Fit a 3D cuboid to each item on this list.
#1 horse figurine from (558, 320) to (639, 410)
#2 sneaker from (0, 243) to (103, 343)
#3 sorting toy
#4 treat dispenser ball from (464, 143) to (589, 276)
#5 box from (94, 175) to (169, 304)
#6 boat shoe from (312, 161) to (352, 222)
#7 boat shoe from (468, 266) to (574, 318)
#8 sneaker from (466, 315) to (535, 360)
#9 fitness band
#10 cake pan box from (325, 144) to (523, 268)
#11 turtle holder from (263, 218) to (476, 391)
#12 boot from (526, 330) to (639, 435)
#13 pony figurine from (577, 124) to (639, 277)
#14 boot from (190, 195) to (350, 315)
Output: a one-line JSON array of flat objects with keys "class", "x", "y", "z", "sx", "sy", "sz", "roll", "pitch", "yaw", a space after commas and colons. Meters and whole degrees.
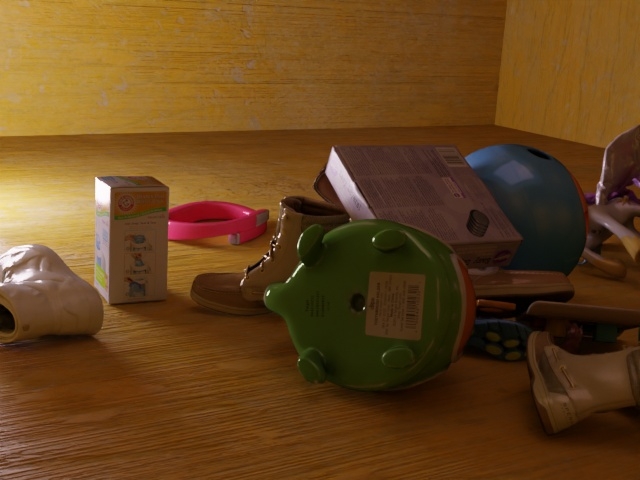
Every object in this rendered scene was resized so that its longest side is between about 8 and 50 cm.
[{"class": "horse figurine", "x": 0.435, "y": 0.194, "z": 1.445, "sx": 0.263, "sy": 0.066, "sz": 0.174, "roll": 22, "pitch": 22, "yaw": 40}, {"class": "sneaker", "x": -0.483, "y": 0.078, "z": 1.595, "sx": 0.169, "sy": 0.108, "sz": 0.292, "roll": -4, "pitch": 17, "yaw": -41}, {"class": "sorting toy", "x": 0.408, "y": 0.139, "z": 1.630, "sx": 0.348, "sy": 0.047, "sz": 0.196, "roll": 5, "pitch": -12, "yaw": 5}, {"class": "treat dispenser ball", "x": 0.345, "y": -0.033, "z": 1.876, "sx": 0.288, "sy": 0.288, "sz": 0.288, "roll": 3, "pitch": 14, "yaw": -1}, {"class": "box", "x": -0.327, "y": -0.005, "z": 1.765, "sx": 0.103, "sy": 0.203, "sz": 0.114, "roll": -3, "pitch": 15, "yaw": -25}, {"class": "boat shoe", "x": 0.137, "y": -0.059, "z": 2.126, "sx": 0.324, "sy": 0.122, "sz": 0.120, "roll": 27, "pitch": 24, "yaw": -5}, {"class": "boat shoe", "x": 0.250, "y": 0.063, "z": 1.710, "sx": 0.341, "sy": 0.110, "sz": 0.121, "roll": -1, "pitch": -23, "yaw": 3}, {"class": "sneaker", "x": 0.252, "y": 0.142, "z": 1.607, "sx": 0.188, "sy": 0.067, "sz": 0.078, "roll": 6, "pitch": 18, "yaw": 17}, {"class": "fitness band", "x": -0.236, "y": -0.040, "z": 2.262, "sx": 0.209, "sy": 0.054, "sz": 0.291, "roll": 6, "pitch": 13, "yaw": 22}, {"class": "cake pan box", "x": 0.163, "y": -0.062, "z": 1.679, "sx": 0.246, "sy": 0.070, "sz": 0.267, "roll": -3, "pitch": 44, "yaw": -28}, {"class": "turtle holder", "x": 0.073, "y": 0.107, "z": 1.456, "sx": 0.320, "sy": 0.243, "sz": 0.227, "roll": -32, "pitch": -23, "yaw": 29}, {"class": "boot", "x": 0.364, "y": 0.171, "z": 1.368, "sx": 0.165, "sy": 0.077, "sz": 0.213, "roll": -18, "pitch": 19, "yaw": 14}, {"class": "pony figurine", "x": 0.638, "y": -0.061, "z": 2.207, "sx": 0.351, "sy": 0.302, "sz": 0.363, "roll": -15, "pitch": 37, "yaw": -31}, {"class": "boot", "x": -0.083, "y": 0.023, "z": 1.701, "sx": 0.262, "sy": 0.203, "sz": 0.095, "roll": 4, "pitch": 28, "yaw": -3}]
